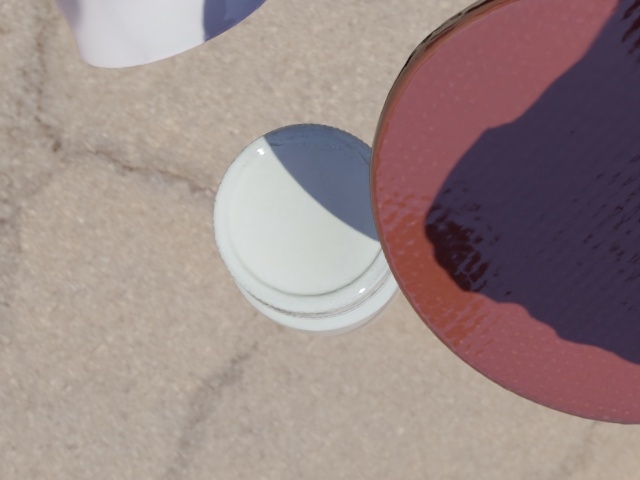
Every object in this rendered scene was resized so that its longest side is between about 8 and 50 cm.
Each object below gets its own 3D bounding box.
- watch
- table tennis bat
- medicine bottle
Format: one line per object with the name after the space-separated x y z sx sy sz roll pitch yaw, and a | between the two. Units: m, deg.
-0.133 -0.254 0.964 0.217 0.248 0.211 -36 125 -19 | watch
0.161 0.015 0.513 0.310 0.038 0.200 35 120 -10 | table tennis bat
0.000 0.000 0.890 0.144 0.144 0.252 -55 176 -2 | medicine bottle
